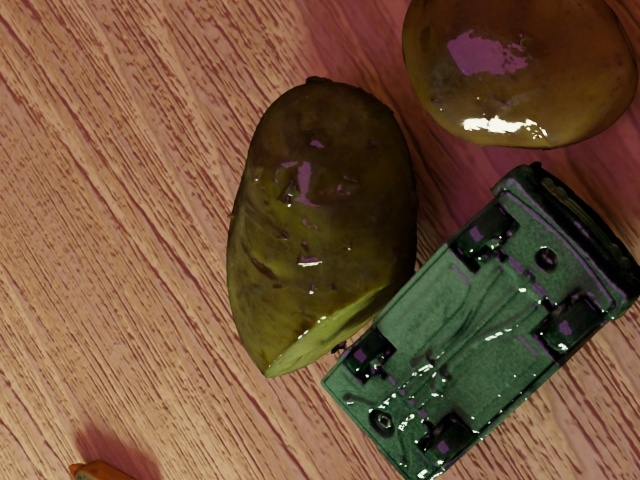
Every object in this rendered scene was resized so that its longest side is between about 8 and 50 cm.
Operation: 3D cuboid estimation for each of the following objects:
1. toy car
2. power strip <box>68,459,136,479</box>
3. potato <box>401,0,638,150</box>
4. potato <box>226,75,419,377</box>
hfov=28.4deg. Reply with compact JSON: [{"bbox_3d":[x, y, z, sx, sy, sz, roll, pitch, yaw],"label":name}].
[{"bbox_3d":[0.121,0.072,1.017,0.141,0.097,0.321,48,134,11],"label":"toy car"},{"bbox_3d":[-0.249,0.307,1.535,0.178,0.028,0.049,19,120,39],"label":"power strip"},{"bbox_3d":[0.136,-0.132,0.905,0.176,0.137,0.137,21,121,35],"label":"potato"},{"bbox_3d":[0.000,0.000,1.087,0.176,0.141,0.298,49,142,37],"label":"potato"}]
